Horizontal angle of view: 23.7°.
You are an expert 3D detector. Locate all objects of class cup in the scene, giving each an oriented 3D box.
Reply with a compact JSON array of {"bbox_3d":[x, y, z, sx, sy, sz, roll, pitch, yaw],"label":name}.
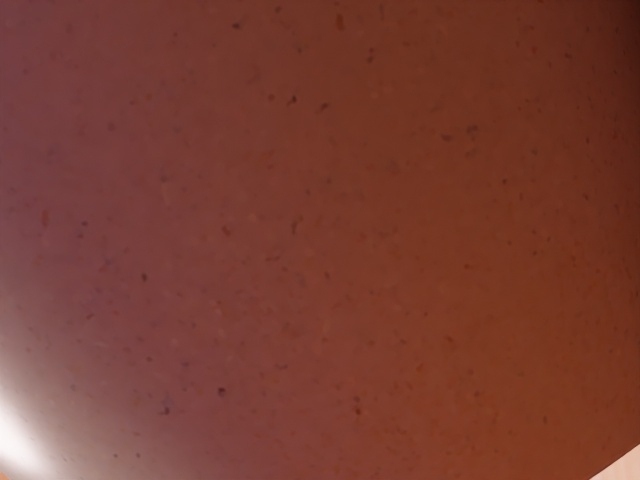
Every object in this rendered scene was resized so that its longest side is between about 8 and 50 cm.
[{"bbox_3d":[0.000,0.000,0.549,0.237,0.331,0.331,57,163,9],"label":"cup"}]
